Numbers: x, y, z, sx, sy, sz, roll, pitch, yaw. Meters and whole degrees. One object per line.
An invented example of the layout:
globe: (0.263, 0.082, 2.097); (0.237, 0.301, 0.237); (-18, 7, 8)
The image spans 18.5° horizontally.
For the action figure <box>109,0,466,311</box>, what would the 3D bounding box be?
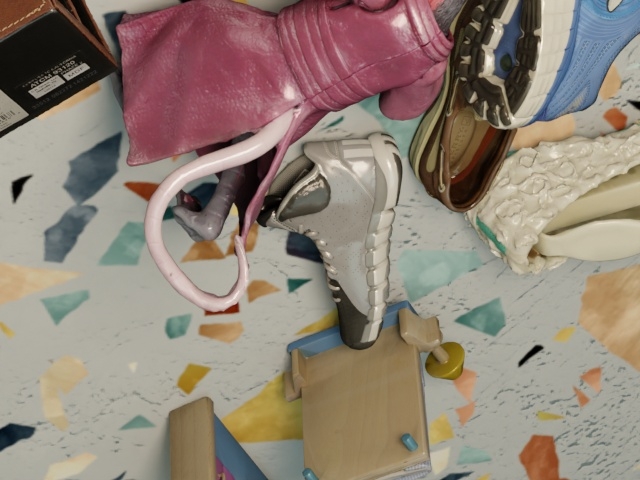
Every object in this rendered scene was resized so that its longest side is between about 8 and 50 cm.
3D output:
action figure: (-0.008, -0.159, 1.642); (0.370, 0.276, 0.248); (-26, 125, 21)

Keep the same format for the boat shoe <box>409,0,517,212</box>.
boat shoe: (0.160, -0.139, 1.806); (0.095, 0.095, 0.257); (2, 125, -19)

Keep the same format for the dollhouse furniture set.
dollhouse furniture set: (0.029, 0.259, 1.947); (0.303, 0.286, 0.198); (-23, 131, 16)

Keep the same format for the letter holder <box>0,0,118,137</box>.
letter holder: (-0.359, -0.174, 1.603); (0.301, 0.214, 0.152); (-29, 161, 5)

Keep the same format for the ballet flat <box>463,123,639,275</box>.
ballet flat: (0.346, -0.050, 1.910); (0.408, 0.147, 0.147); (-17, 129, -5)

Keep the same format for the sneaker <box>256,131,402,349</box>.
sneaker: (0.000, 0.000, 1.881); (0.132, 0.086, 0.229); (0, 116, -11)

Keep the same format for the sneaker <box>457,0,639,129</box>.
sneaker: (0.230, -0.254, 1.690); (0.147, 0.130, 0.330); (-4, 122, -39)
